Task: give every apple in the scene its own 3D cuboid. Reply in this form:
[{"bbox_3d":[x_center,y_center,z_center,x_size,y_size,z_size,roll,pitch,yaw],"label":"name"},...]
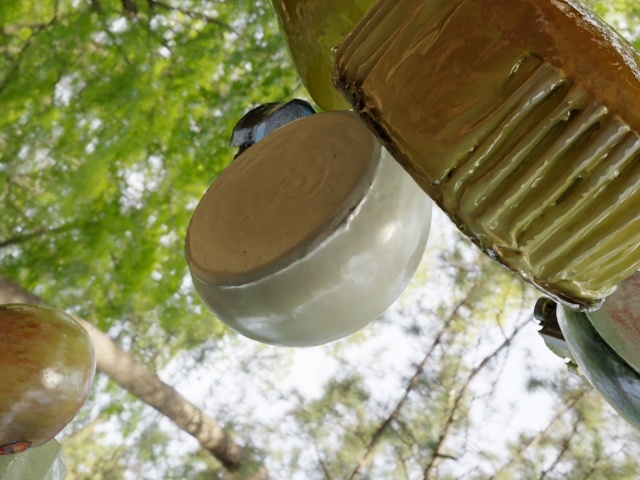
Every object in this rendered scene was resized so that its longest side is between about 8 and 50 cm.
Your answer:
[{"bbox_3d":[-0.247,0.106,0.724,0.126,0.102,0.126,-26,-132,32],"label":"apple"}]

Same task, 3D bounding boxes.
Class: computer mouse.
[{"bbox_3d":[-0.061,-0.130,1.089,0.135,0.079,0.047,-29,-144,-32],"label":"computer mouse"}]

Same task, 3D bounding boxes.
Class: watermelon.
[{"bbox_3d":[0.498,0.170,1.234,0.293,0.283,0.250,-15,-111,11],"label":"watermelon"}]

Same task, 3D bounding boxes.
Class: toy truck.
[{"bbox_3d":[0.508,0.116,1.634,0.124,0.157,0.272,17,-127,45],"label":"toy truck"}]

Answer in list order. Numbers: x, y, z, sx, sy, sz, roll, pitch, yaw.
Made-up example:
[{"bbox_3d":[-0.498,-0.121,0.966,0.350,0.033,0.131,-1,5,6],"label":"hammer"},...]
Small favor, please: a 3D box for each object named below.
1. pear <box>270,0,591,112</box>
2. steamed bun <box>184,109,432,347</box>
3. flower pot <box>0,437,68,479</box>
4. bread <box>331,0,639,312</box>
[{"bbox_3d":[0.130,-0.281,1.061,0.362,0.418,0.362,-21,-120,44],"label":"pear"},{"bbox_3d":[0.000,0.000,0.806,0.232,0.145,0.232,-25,-145,19],"label":"steamed bun"},{"bbox_3d":[-0.383,0.302,0.992,0.212,0.212,0.202,-36,-169,24],"label":"flower pot"},{"bbox_3d":[0.099,-0.063,0.433,0.114,0.132,0.190,-45,-124,22],"label":"bread"}]
